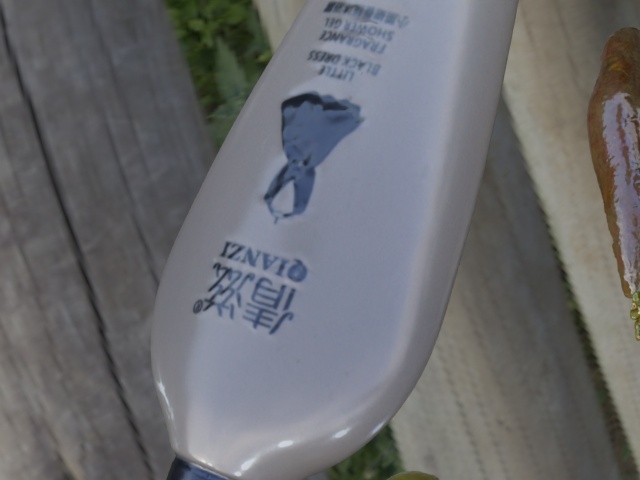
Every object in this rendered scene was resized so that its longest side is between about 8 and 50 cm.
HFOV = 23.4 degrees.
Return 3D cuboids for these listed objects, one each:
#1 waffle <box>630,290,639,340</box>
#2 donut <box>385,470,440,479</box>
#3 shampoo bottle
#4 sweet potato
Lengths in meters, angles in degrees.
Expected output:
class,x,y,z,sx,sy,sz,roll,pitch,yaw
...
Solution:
class,x,y,z,sx,sy,sz,roll,pitch,yaw
waffle,0.226,0.052,0.927,0.085,0.016,0.078,25,126,14
donut,0.043,0.327,0.711,0.198,0.449,0.449,-3,101,5
shampoo bottle,0.000,0.000,0.632,0.127,0.078,0.257,17,83,29
sweet potato,0.235,-0.079,1.168,0.058,0.078,0.255,-16,53,27
